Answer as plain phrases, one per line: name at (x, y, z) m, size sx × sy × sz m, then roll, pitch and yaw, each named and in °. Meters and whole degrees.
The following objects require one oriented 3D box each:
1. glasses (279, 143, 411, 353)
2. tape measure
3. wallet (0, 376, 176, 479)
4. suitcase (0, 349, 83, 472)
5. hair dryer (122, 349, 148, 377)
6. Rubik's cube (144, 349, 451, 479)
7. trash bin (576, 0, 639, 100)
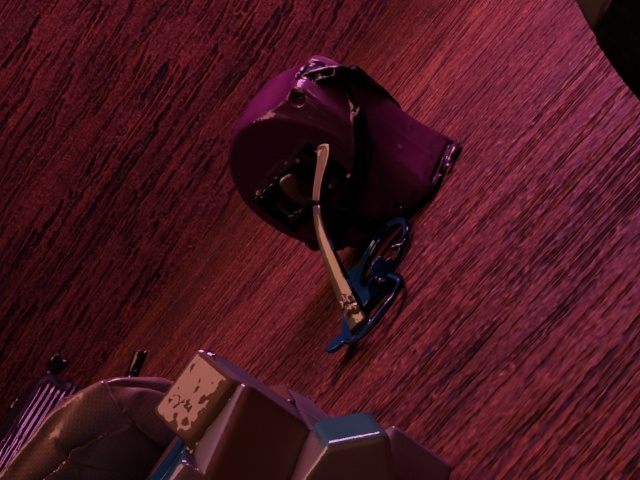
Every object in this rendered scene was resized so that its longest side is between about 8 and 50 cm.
glasses at (0.036, -0.008, 1.475) m, size 0.102 × 0.207 × 0.239 m, roll -12°, pitch 27°, yaw 13°
tape measure at (0.011, -0.103, 1.646) m, size 0.245 × 0.231 × 0.149 m, roll -47°, pitch 12°, yaw 48°
wallet at (-0.164, 0.254, 1.121) m, size 0.335 × 0.275 × 0.068 m, roll -50°, pitch 34°, yaw 4°
suitcase at (-0.352, 0.344, 1.758) m, size 0.152 × 0.229 × 0.335 m, roll -46°, pitch 13°, yaw 36°
hair dryer at (-0.225, 0.218, 1.293) m, size 0.195 × 0.078 × 0.248 m, roll -18°, pitch 43°, yaw 50°
Rubik's cube at (-0.038, 0.197, 0.966) m, size 0.213 × 0.224 × 0.265 m, roll -53°, pitch 5°, yaw 1°
trash bin at (0.315, -0.217, 0.642) m, size 0.432 × 0.280 × 0.280 m, roll -48°, pitch 12°, yaw 9°
